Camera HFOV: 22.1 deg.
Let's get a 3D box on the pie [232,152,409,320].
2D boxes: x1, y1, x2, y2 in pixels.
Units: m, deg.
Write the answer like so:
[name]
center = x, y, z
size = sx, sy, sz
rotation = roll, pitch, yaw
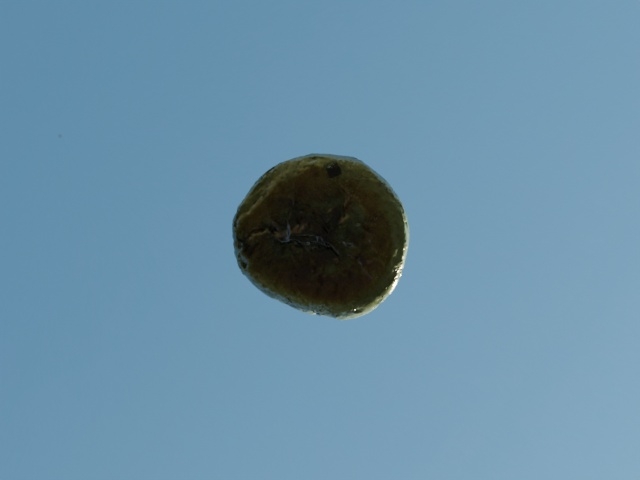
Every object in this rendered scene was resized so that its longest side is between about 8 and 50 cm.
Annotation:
[pie]
center = -0.001, -0.002, 0.751
size = 0.084, 0.021, 0.084
rotation = 3, -70, 10
